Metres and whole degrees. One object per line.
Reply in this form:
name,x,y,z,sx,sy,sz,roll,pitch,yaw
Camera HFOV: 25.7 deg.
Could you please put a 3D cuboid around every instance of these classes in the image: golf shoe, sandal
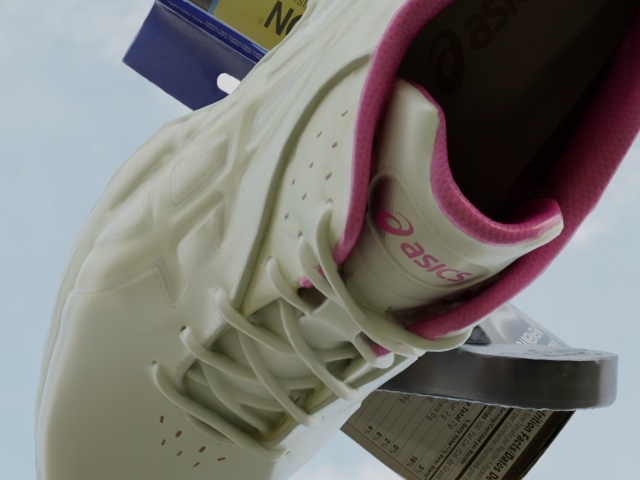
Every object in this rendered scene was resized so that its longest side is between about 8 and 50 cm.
golf shoe,0.000,0.000,0.434,0.115,0.140,0.306,31,-73,-16
sandal,0.048,0.052,0.766,0.255,0.097,0.054,2,-89,39

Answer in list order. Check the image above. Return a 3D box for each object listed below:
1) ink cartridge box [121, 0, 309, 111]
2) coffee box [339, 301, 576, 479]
ink cartridge box,-0.022,-0.232,1.238,0.304,0.072,0.307,35,-84,29
coffee box,0.043,0.060,1.025,0.297,0.168,0.119,37,-77,9
